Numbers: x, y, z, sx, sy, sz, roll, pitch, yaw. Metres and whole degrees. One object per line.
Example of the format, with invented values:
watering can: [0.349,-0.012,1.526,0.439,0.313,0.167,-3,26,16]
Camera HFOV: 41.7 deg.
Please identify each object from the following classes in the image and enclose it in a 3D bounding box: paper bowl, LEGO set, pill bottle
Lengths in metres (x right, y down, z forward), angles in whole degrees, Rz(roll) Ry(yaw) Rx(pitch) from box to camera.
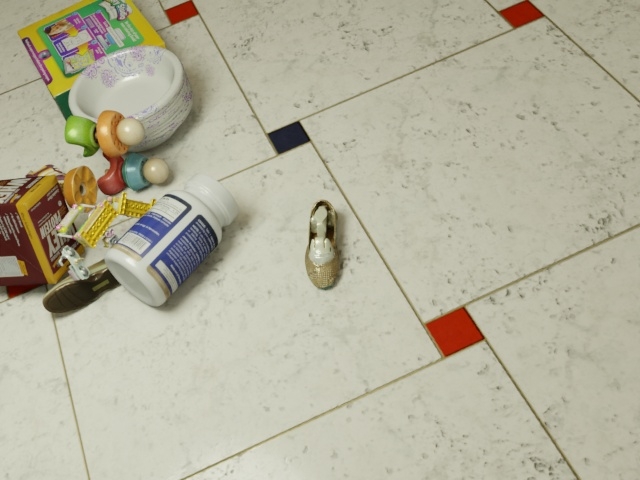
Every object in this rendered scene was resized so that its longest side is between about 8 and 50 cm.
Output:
paper bowl: [-0.445,-0.326,2.025,0.284,0.148,0.284,-7,49,8]
LEGO set: [-0.444,-0.040,1.761,0.107,0.132,0.287,7,32,37]
pill bottle: [-0.297,-0.007,1.716,0.153,0.153,0.265,26,61,31]

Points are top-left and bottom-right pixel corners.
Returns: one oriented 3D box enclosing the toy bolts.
toy bolts: [-0.437,-0.154,1.844,0.158,0.228,0.218,-2,74,15]

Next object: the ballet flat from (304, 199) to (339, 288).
ballet flat: [0.000,0.000,1.690,0.073,0.067,0.206,-8,50,6]

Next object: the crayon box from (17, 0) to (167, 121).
crayon box: [-0.602,-0.506,2.245,0.313,0.106,0.363,-28,50,-12]

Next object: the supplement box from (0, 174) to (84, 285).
supplement box: [-0.634,-0.019,1.757,0.194,0.191,0.129,-3,30,17]

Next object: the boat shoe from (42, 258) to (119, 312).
boat shoe: [-0.491,0.087,1.754,0.190,0.068,0.072,-25,36,-20]

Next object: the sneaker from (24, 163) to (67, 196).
sneaker: [-0.613,-0.144,1.967,0.185,0.069,0.084,-3,55,11]
